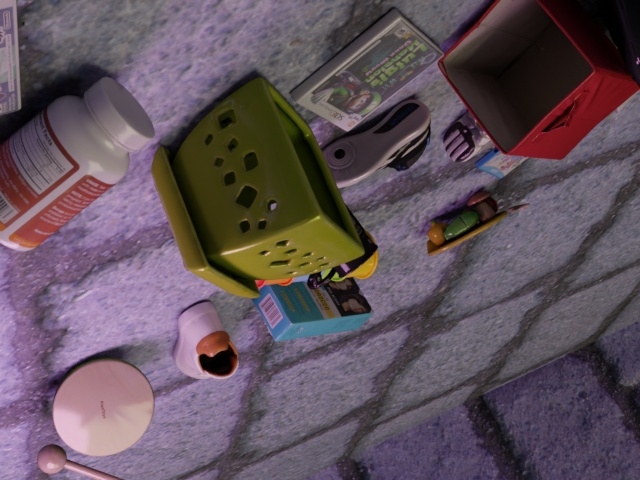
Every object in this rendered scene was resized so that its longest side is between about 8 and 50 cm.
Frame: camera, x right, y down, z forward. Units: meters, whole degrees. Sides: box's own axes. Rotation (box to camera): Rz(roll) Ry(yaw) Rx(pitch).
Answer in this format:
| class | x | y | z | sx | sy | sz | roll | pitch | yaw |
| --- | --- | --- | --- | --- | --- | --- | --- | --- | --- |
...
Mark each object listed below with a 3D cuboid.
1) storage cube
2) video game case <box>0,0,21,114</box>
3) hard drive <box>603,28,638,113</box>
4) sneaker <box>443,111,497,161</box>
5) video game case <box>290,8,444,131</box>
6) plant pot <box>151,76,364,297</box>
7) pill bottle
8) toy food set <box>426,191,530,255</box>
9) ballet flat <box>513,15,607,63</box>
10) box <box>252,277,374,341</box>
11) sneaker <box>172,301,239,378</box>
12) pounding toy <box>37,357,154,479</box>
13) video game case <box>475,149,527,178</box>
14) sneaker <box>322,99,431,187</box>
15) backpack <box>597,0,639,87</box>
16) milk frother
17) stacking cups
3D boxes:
| class | x | y | z | sx | sy | sz | roll | pitch | yaw |
| --- | --- | --- | --- | --- | --- | --- | --- | --- | --- |
| storage cube | 0.330 | -0.246 | 1.674 | 0.183 | 0.215 | 0.193 | -46 | 156 | 28 |
| video game case | -0.402 | -0.178 | 1.160 | 0.183 | 0.023 | 0.201 | -20 | 156 | -23 |
| hard drive | 0.581 | -0.382 | 1.820 | 0.353 | 0.047 | 0.233 | -47 | 156 | 4 |
| sneaker | 0.319 | -0.219 | 1.909 | 0.132 | 0.086 | 0.229 | -14 | 163 | -46 |
| video game case | 0.071 | -0.240 | 1.617 | 0.190 | 0.022 | 0.173 | -38 | 157 | 16 |
| plant pot | -0.094 | -0.055 | 1.555 | 0.207 | 0.227 | 0.228 | -28 | 159 | 11 |
| pill bottle | -0.306 | -0.093 | 1.328 | 0.216 | 0.121 | 0.121 | -36 | 157 | 13 |
| toy food set | 0.300 | -0.049 | 2.258 | 0.218 | 0.071 | 0.128 | -28 | -178 | 0 |
| ballet flat | 0.414 | -0.311 | 1.832 | 0.206 | 0.067 | 0.073 | -24 | 157 | -15 |
| box | -0.011 | 0.129 | 2.187 | 0.244 | 0.100 | 0.060 | -4 | 145 | -48 |
| sneaker | -0.212 | 0.228 | 2.121 | 0.106 | 0.123 | 0.290 | -27 | 159 | -13 |
| pounding toy | -0.412 | 0.314 | 2.053 | 0.183 | 0.110 | 0.236 | 17 | 96 | -23 |
| video game case | 0.384 | -0.181 | 2.136 | 0.166 | 0.015 | 0.119 | -39 | 157 | 20 |
| sneaker | 0.089 | -0.128 | 1.797 | 0.217 | 0.079 | 0.121 | -31 | 156 | -1 |
| backpack | 0.572 | -0.396 | 1.554 | 0.356 | 0.290 | 0.273 | -14 | 130 | 10 |
| milk frother | 0.000 | 0.000 | 1.879 | 0.143 | 0.134 | 0.129 | -38 | -173 | 9 |
| stacking cups | -0.044 | 0.043 | 1.981 | 0.316 | 0.096 | 0.096 | -9 | 149 | -39 |
